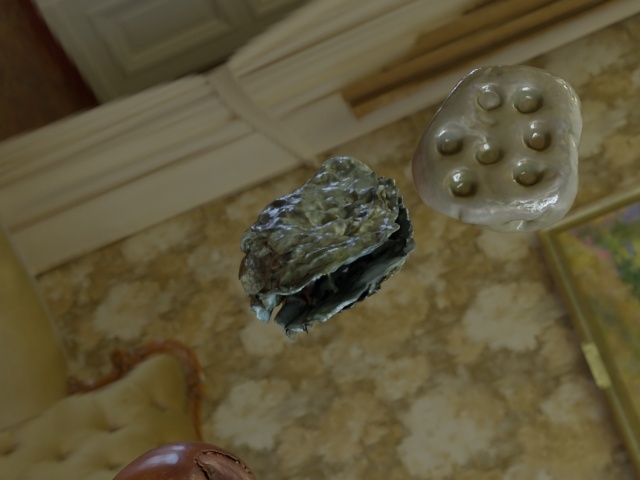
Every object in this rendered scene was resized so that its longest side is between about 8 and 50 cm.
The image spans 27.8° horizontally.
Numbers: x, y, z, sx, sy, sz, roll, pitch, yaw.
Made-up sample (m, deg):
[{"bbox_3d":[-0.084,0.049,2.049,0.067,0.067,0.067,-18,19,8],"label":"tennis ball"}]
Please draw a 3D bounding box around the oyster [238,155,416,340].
[{"bbox_3d":[0.000,0.000,1.317,0.112,0.198,0.268,58,-2,-18],"label":"oyster"}]

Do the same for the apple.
[{"bbox_3d":[-0.163,0.344,1.591,0.210,0.173,0.235,40,27,-4],"label":"apple"}]

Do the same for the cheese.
[{"bbox_3d":[0.233,-0.106,1.630,0.218,0.235,0.117,58,5,22],"label":"cheese"}]
